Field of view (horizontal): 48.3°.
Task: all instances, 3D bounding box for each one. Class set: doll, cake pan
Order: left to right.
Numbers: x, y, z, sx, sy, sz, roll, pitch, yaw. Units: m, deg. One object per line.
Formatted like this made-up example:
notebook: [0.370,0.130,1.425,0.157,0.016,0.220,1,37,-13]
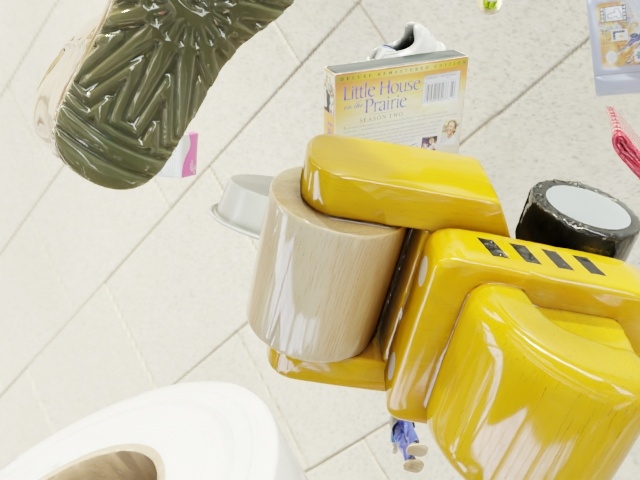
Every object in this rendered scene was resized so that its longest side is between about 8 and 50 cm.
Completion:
cake pan: [-0.006,-0.037,0.993,0.293,0.293,0.054,20,104,33]
doll: [0.159,0.364,1.387,0.189,0.046,0.129,-106,23,-65]

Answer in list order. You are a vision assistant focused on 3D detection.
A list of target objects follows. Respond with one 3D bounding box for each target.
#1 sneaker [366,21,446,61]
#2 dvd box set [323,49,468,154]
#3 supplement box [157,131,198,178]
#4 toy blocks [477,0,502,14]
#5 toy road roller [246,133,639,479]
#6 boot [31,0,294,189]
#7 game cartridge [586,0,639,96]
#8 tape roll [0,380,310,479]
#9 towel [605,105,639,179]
sneaker: [0.132,-0.354,1.556,0.297,0.129,0.111,-46,44,5]
dvd box set: [0.151,-0.176,1.511,0.062,0.308,0.420,-133,35,-51]
supplement box: [-0.422,-0.220,1.748,0.220,0.111,0.113,5,101,10]
toy blocks: [0.323,-0.539,1.463,0.123,0.148,0.054,32,84,15]
toy road roller: [0.108,0.069,0.556,0.330,0.240,0.202,10,120,-5]
boot: [-0.123,-0.152,0.497,0.236,0.089,0.269,-53,26,-3]
game cartridge: [0.608,-0.404,1.336,0.198,0.062,0.297,4,138,31]
tape roll: [-0.094,0.209,0.349,0.246,0.246,0.169,-12,113,37]
towel: [0.569,-0.138,1.256,0.031,0.275,0.199,-39,94,27]
